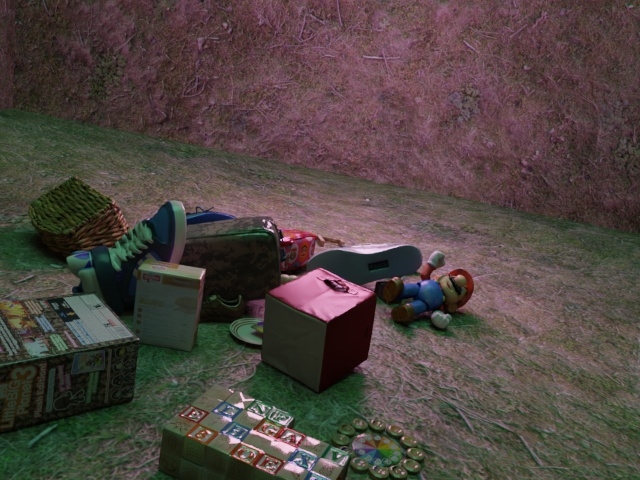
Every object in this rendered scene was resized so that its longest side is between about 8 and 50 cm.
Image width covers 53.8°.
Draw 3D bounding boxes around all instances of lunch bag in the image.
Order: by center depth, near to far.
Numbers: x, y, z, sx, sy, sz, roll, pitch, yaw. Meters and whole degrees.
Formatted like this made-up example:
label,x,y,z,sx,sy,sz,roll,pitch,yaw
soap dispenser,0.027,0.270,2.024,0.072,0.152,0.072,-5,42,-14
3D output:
label,x,y,z,sx,sy,sz,roll,pitch,yaw
lunch bag,-0.249,0.035,1.745,0.304,0.213,0.256,-6,21,-3
lunch bag,-0.174,0.015,2.053,0.258,0.120,0.293,11,8,24

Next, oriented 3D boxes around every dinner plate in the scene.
label,x,y,z,sx,sy,sz,roll,pitch,yaw
dinner plate,-0.159,0.233,1.588,0.141,0.017,0.141,10,19,-3

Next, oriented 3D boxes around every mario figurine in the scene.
label,x,y,z,sx,sy,sz,roll,pitch,yaw
mario figurine,0.351,0.143,1.888,0.320,0.198,0.170,-9,14,-37

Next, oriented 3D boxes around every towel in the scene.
label,x,y,z,sx,sy,sz,roll,pitch,yaw
towel,-0.130,0.221,1.601,0.060,0.010,0.083,23,21,31

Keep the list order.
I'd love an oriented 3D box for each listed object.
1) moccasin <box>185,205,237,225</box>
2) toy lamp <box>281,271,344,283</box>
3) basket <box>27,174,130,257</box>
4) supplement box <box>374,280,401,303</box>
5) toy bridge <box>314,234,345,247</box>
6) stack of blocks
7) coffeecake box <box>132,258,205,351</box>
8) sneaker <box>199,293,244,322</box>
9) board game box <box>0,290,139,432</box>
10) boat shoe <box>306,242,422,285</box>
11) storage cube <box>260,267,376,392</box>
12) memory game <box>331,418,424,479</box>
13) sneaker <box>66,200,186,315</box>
label,x,y,z,sx,sy,sz,roll,pitch,yaw
moccasin,-0.435,-0.056,2.117,0.341,0.138,0.117,1,16,-30
toy lamp,-0.065,0.119,1.888,0.274,0.080,0.080,9,18,-9
basket,-0.725,-0.023,1.920,0.299,0.223,0.213,26,57,40
supplement box,0.214,0.162,1.973,0.054,0.043,0.083,-1,21,-28
toy bridge,0.000,0.000,2.372,0.188,0.026,0.063,4,18,-20
stack of blocks,-0.104,0.369,1.089,0.297,0.087,0.171,17,19,18
coffeecake box,-0.350,0.149,1.456,0.142,0.186,0.068,10,18,-2
sneaker,-0.288,0.168,1.622,0.188,0.071,0.066,3,19,-23
board game box,-0.533,0.221,1.204,0.290,0.141,0.232,-5,24,-40
boat shoe,0.135,0.064,2.032,0.366,0.136,0.156,-10,7,-1
storage cube,-0.005,0.204,1.464,0.183,0.215,0.193,23,28,32
memory game,0.113,0.404,1.233,0.186,0.012,0.186,9,18,-3
sneaker,-0.479,0.035,1.523,0.236,0.323,0.130,6,35,-36
